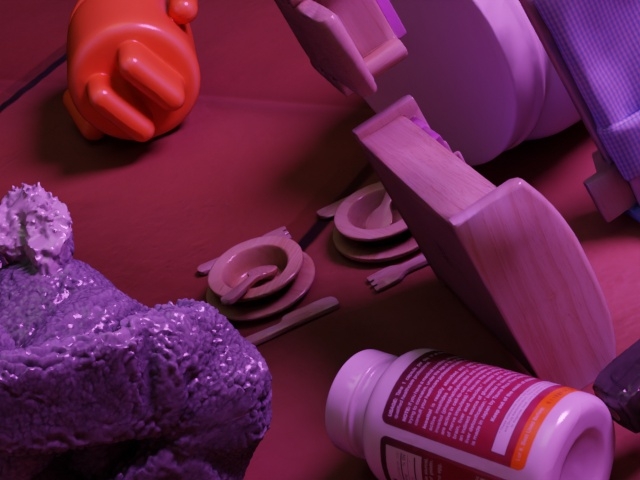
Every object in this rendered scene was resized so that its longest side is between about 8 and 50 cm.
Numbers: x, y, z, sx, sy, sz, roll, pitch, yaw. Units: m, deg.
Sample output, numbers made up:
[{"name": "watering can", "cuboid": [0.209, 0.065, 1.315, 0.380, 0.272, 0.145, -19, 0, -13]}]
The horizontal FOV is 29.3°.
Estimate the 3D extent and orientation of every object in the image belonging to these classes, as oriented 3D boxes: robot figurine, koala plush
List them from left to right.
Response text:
[{"name": "koala plush", "cuboid": [-0.157, 0.081, 0.775, 0.203, 0.196, 0.221, -18, 32, -20]}, {"name": "robot figurine", "cuboid": [-0.186, -0.181, 1.196, 0.128, 0.158, 0.219, 1, 32, -12]}]

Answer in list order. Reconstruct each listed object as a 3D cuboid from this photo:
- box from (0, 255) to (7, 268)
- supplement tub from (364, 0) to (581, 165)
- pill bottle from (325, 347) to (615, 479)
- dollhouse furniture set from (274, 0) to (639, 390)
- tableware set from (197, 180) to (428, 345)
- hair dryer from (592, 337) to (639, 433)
[{"name": "box", "cuboid": [-0.387, 0.042, 1.051, 0.184, 0.045, 0.191, -37, 37, -27]}, {"name": "supplement tub", "cuboid": [0.183, -0.222, 0.986, 0.316, 0.228, 0.228, -38, 38, -26]}, {"name": "pill bottle", "cuboid": [0.081, 0.110, 0.693, 0.152, 0.086, 0.086, 14, 46, 38]}, {"name": "dollhouse furniture set", "cuboid": [0.180, -0.108, 0.750, 0.303, 0.286, 0.198, -34, 25, -3]}, {"name": "tableware set", "cuboid": [0.000, 0.000, 0.928, 0.194, 0.039, 0.128, -25, 34, -9]}, {"name": "hair dryer", "cuboid": [0.319, 0.061, 0.685, 0.224, 0.080, 0.293, 33, 64, 33]}]
